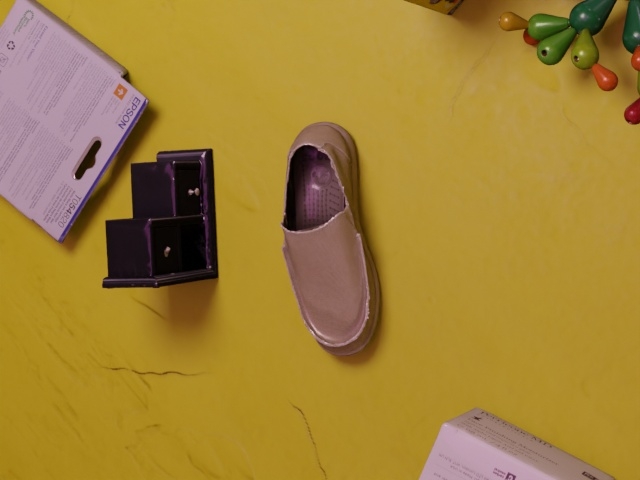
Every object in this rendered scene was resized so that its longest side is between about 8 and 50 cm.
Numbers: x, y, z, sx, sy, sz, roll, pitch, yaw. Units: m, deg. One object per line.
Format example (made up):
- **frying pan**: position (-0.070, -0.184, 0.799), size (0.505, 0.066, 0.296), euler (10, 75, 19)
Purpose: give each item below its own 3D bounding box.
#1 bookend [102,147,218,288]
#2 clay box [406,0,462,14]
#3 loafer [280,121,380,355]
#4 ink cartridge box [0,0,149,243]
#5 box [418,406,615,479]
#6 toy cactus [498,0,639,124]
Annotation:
- **bookend**: position (-0.186, -0.028, 1.748), size (0.072, 0.156, 0.157), euler (-2, 91, 22)
- **clay box**: position (0.126, -0.306, 1.572), size (0.053, 0.222, 0.127), euler (45, 108, 13)
- **loafer**: position (0.000, 0.000, 1.708), size (0.102, 0.092, 0.269), euler (-9, 89, 22)
- **ink cartridge box**: position (-0.335, -0.148, 1.860), size (0.224, 0.045, 0.223), euler (39, 106, 14)
- **box**: position (0.193, 0.304, 1.633), size (0.181, 0.119, 0.182), euler (26, 101, 19)
- **toy cactus**: position (0.300, -0.243, 1.587), size (0.180, 0.112, 0.219), euler (-45, 74, -2)
